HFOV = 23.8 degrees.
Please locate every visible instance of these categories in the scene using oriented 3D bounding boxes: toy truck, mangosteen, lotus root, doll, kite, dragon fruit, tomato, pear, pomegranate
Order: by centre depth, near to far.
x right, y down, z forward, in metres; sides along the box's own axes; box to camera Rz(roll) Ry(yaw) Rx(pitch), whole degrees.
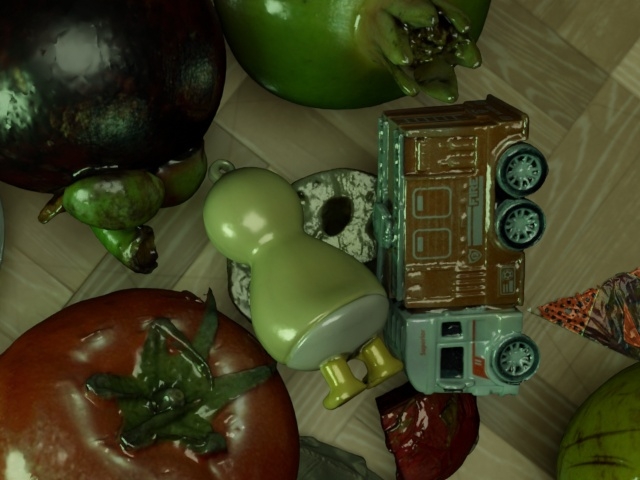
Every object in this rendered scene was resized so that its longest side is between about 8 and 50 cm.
[{"bbox_3d":[-0.029,0.034,1.559,0.141,0.117,0.296,-26,63,-23],"label":"doll"},{"bbox_3d":[-0.201,0.216,1.564,0.341,0.273,0.341,15,54,-21],"label":"tomato"},{"bbox_3d":[0.136,0.011,1.575,0.162,0.136,0.305,-4,107,-12],"label":"toy truck"},{"bbox_3d":[-0.245,-0.147,1.578,0.306,0.306,0.360,-10,103,-6],"label":"mangosteen"},{"bbox_3d":[0.058,-0.235,1.610,0.309,0.358,0.216,-21,132,-12],"label":"pomegranate"},{"bbox_3d":[0.388,0.248,1.616,0.283,0.283,0.284,0,86,-6],"label":"pear"},{"bbox_3d":[0.127,0.209,1.664,0.127,0.161,0.121,-28,88,4],"label":"dragon fruit"},{"bbox_3d":[0.000,0.000,1.679,0.234,0.119,0.138,-21,89,-5],"label":"lotus root"},{"bbox_3d":[0.365,0.093,1.767,0.222,0.008,0.125,-24,91,-6],"label":"kite"}]

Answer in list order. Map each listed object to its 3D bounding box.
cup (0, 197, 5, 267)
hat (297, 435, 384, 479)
[{"bbox_3d":[-0.457,0.023,1.588,0.202,0.167,0.221,9,104,15],"label":"cup"},{"bbox_3d":[-0.010,0.321,1.621,0.149,0.244,0.214,36,81,-24],"label":"hat"}]
